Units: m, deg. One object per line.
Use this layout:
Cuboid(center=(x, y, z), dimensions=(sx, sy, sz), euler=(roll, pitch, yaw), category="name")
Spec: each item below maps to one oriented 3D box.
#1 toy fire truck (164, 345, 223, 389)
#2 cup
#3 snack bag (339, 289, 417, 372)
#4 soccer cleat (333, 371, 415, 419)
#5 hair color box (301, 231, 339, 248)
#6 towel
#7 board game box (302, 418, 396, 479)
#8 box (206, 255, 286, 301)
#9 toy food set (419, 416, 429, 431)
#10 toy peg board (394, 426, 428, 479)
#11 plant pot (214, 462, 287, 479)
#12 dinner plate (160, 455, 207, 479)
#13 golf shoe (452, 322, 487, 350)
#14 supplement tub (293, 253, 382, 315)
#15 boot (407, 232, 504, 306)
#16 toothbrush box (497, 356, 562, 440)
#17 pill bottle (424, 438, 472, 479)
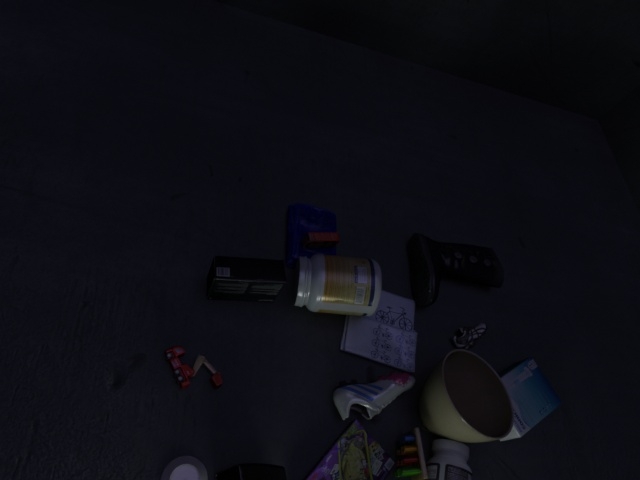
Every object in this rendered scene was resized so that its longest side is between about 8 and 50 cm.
Cuboid(center=(-0.429, 0.431, 1.609), dimensions=(0.135, 0.047, 0.192), euler=(-21, 69, -32), category="toy fire truck")
Cuboid(center=(0.503, 0.605, 1.760), dimensions=(0.331, 0.237, 0.331), euler=(23, 41, -22), category="cup")
Cuboid(center=(0.256, 0.344, 1.963), dimensions=(0.323, 0.037, 0.342), euler=(20, 54, -10), category="snack bag")
Cuboid(center=(0.208, 0.579, 1.747), dimensions=(0.331, 0.116, 0.143), euler=(-5, 52, -17), category="soccer cleat")
Cuboid(center=(0.000, 0.000, 1.958), dimensions=(0.141, 0.072, 0.043), euler=(1, 63, -28), category="hair color box")
Cuboid(center=(-0.034, -0.014, 2.035), dimensions=(0.228, 0.076, 0.308), euler=(11, 57, -16), category="towel")
Cuboid(center=(0.081, 0.805, 1.598), dimensions=(0.208, 0.056, 0.347), euler=(49, 54, 5), category="board game box")
Cuboid(center=(-0.279, 0.147, 1.764), dimensions=(0.261, 0.184, 0.103), euler=(5, 56, -21), category="box")
Cuboid(center=(0.417, 0.680, 1.836), dimensions=(0.078, 0.019, 0.122), euler=(25, 46, -8), category="toy food set")
Cuboid(center=(0.301, 0.752, 1.662), dimensions=(0.079, 0.161, 0.160), euler=(-2, 60, -7), category="toy peg board")
Cuboid(center=(-0.196, 0.771, 1.428), dimensions=(0.167, 0.188, 0.187), euler=(6, 57, -35), category="plant pot")
Cuboid(center=(-0.415, 0.732, 1.449), dimensions=(0.141, 0.017, 0.141), euler=(11, 58, -18), category="dinner plate")
Cuboid(center=(0.651, 0.402, 2.071), dimensions=(0.198, 0.077, 0.094), euler=(-33, 76, -36), category="golf shoe")
Cuboid(center=(0.060, 0.171, 1.851), dimensions=(0.316, 0.228, 0.228), euler=(6, 58, -8), category="supplement tub")
Cuboid(center=(0.636, 0.163, 2.182), dimensions=(0.445, 0.146, 0.367), euler=(14, 56, -20), category="boot")
Cuboid(center=(0.805, 0.647, 1.954), dimensions=(0.295, 0.126, 0.216), euler=(-20, 71, -32), category="toothbrush box")
Cuboid(center=(0.440, 0.852, 1.648), dimensions=(0.162, 0.162, 0.278), euler=(24, 54, -8), category="pill bottle")
